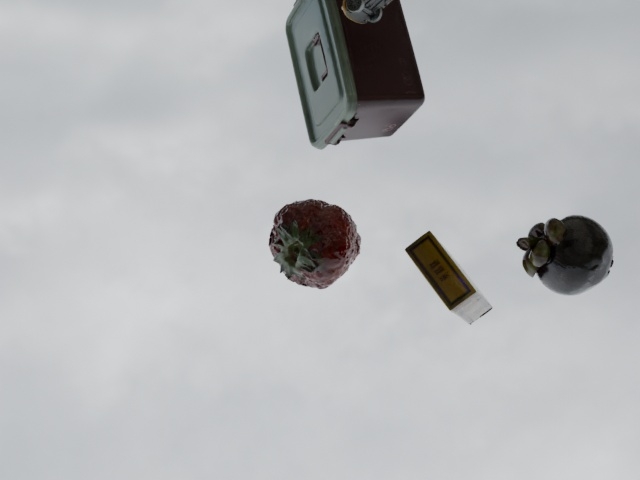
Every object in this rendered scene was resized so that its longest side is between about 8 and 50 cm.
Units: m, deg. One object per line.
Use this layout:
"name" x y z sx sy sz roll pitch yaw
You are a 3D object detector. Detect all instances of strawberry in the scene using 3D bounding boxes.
"strawberry" 0.000 0.000 2.404 0.257 0.257 0.277 23 -148 35

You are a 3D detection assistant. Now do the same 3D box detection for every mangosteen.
"mangosteen" 0.550 0.028 1.972 0.230 0.194 0.194 16 -148 -4

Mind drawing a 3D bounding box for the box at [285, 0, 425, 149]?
"box" 0.062 -0.322 1.550 0.167 0.193 0.294 -5 -107 -23

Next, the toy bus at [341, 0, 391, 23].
"toy bus" 0.098 -0.409 1.326 0.069 0.162 0.074 6 -127 -58

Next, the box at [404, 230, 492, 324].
"box" 0.327 0.100 2.171 0.084 0.301 0.193 -39 -111 7
